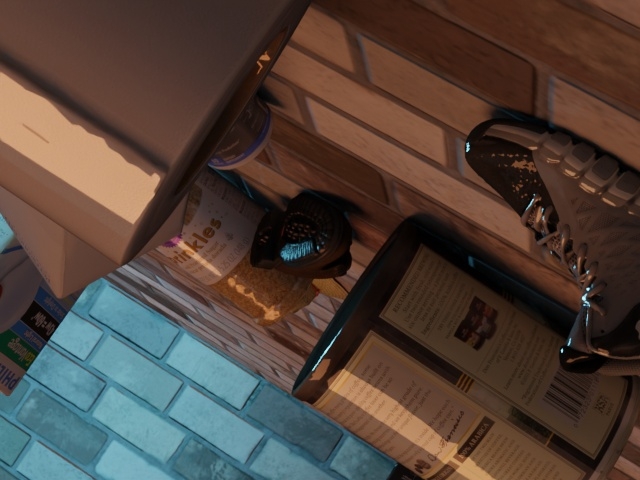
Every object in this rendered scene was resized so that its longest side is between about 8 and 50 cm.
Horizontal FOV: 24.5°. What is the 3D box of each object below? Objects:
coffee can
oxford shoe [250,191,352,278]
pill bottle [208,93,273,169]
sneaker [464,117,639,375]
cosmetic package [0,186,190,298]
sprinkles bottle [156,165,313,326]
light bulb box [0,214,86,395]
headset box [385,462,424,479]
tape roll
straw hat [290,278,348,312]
[{"bbox_3d":[0.139,0.139,1.418,0.275,0.201,0.201,34,169,-1],"label":"coffee can"},{"bbox_3d":[0.000,0.000,1.589,0.096,0.083,0.227,17,174,-16],"label":"oxford shoe"},{"bbox_3d":[-0.107,-0.129,1.300,0.078,0.078,0.137,23,165,42],"label":"pill bottle"},{"bbox_3d":[0.173,0.016,0.989,0.228,0.132,0.086,29,168,19],"label":"sneaker"},{"bbox_3d":[-0.218,-0.110,1.224,0.224,0.138,0.225,53,157,16],"label":"cosmetic package"},{"bbox_3d":[-0.167,-0.044,1.713,0.355,0.121,0.121,37,168,-19],"label":"sprinkles bottle"},{"bbox_3d":[-0.564,0.027,2.495,0.225,0.361,0.358,30,169,17],"label":"light bulb box"},{"bbox_3d":[0.191,0.359,1.959,0.218,0.293,0.110,31,168,9],"label":"headset box"},{"bbox_3d":[-0.126,-0.128,0.939,0.169,0.246,0.246,34,169,-2],"label":"tape roll"},{"bbox_3d":[-0.036,0.062,1.939,0.144,0.061,0.144,32,168,7],"label":"straw hat"}]
